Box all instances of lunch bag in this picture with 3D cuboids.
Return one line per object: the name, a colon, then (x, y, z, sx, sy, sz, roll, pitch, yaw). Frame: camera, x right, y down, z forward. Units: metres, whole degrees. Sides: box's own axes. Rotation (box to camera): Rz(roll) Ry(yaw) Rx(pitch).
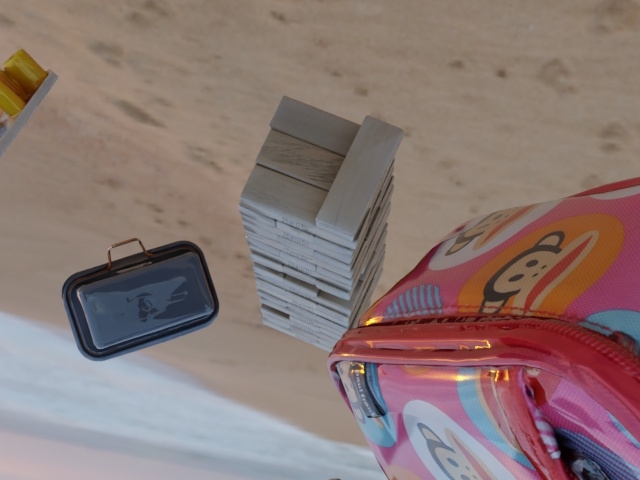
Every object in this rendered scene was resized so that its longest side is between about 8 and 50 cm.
lunch bag: (0.154, 0.115, 0.414, 0.293, 0.120, 0.258, 52, 159, -10)

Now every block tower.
block tower: (0.000, 0.000, 0.950, 0.097, 0.091, 0.335, 22, 161, 7)

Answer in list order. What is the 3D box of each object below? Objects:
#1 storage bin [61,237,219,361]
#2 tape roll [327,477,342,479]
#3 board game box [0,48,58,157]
storage bin: (-0.156, 0.046, 1.021, 0.135, 0.098, 0.091, -17, 180, -13)
tape roll: (0.060, 0.262, 0.781, 0.219, 0.072, 0.219, 40, 161, 17)
board game box: (-0.470, 0.004, 1.160, 0.390, 0.390, 0.050, -24, 120, 36)
